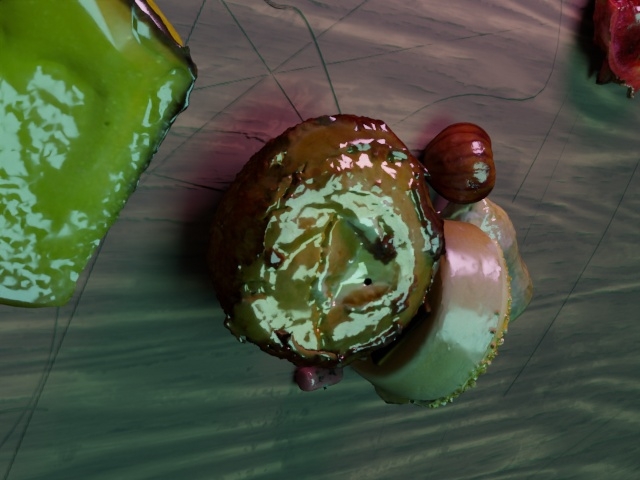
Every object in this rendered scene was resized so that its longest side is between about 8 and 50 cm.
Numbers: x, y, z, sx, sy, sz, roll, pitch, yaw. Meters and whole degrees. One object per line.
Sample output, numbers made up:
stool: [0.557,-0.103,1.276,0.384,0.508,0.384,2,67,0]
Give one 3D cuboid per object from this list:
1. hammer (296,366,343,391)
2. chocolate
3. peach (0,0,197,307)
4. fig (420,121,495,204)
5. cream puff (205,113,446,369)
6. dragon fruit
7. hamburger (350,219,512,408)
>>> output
hammer: [-0.001,0.212,1.695,0.083,0.043,0.043,-9,117,-46]
chocolate: [0.278,0.038,1.837,0.134,0.134,0.309,-47,139,-19]
peach: [-0.288,-0.159,1.019,0.306,0.242,0.380,19,110,-30]
fig: [0.211,-0.107,1.694,0.150,0.128,0.128,-43,141,6]
cream puff: [0.004,0.002,1.434,0.350,0.229,0.350,-6,105,-23]
dragon fruit: [0.551,-0.363,1.933,0.262,0.134,0.211,-3,125,-31]
hamburger: [0.160,0.102,1.624,0.170,0.302,0.302,21,95,-33]
